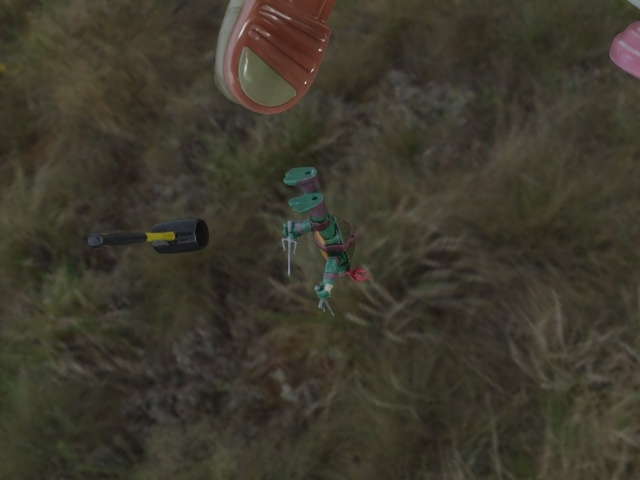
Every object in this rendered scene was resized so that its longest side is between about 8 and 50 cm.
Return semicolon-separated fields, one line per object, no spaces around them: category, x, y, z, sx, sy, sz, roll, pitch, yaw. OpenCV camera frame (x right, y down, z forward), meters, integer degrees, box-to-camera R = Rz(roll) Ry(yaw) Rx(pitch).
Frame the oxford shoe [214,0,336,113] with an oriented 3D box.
oxford shoe;-0.025;-0.342;1.456;0.397;0.140;0.146;-61;27;-3

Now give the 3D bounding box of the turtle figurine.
turtle figurine;0.000;0.000;2.065;0.118;0.234;0.175;-27;39;-13

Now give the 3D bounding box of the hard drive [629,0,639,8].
hard drive;0.231;-0.300;0.912;0.203;0.040;0.307;-47;66;1

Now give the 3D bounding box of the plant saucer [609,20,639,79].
plant saucer;0.578;-0.254;1.744;0.332;0.332;0.084;-129;46;-56

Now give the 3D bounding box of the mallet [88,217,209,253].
mallet;-0.197;-0.002;1.346;0.062;0.189;0.039;-6;89;31
